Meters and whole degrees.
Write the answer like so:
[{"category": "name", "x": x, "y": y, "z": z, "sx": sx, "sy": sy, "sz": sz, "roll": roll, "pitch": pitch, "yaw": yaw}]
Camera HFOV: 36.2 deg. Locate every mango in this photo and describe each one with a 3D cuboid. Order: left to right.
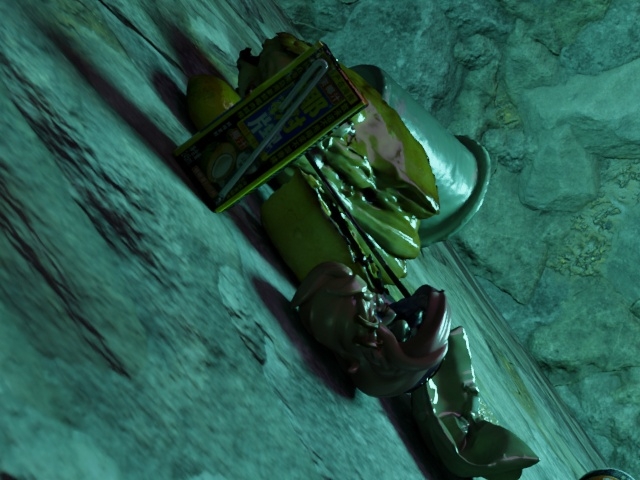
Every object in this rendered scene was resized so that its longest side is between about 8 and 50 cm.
[{"category": "mango", "x": -0.110, "y": -0.138, "z": 1.026, "sx": 0.079, "sy": 0.057, "sz": 0.114, "roll": 40, "pitch": 9, "yaw": -40}]

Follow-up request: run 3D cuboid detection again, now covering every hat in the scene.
[{"category": "hat", "x": 0.141, "y": 0.207, "z": 1.051, "sx": 0.173, "sy": 0.144, "sz": 0.166, "roll": 110, "pitch": -37, "yaw": -46}]

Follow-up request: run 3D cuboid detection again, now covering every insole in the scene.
[{"category": "insole", "x": 0.039, "y": -0.019, "z": 1.047, "sx": 0.309, "sy": 0.012, "sz": 0.110, "roll": 55, "pitch": 0, "yaw": 22}]

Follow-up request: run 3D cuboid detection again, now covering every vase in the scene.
[{"category": "vase", "x": 0.126, "y": -0.161, "z": 1.704, "sx": 0.291, "sy": 0.245, "sz": 0.245, "roll": 40, "pitch": 16, "yaw": -38}]

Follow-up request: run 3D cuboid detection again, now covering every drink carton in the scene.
[{"category": "drink carton", "x": -0.043, "y": -0.100, "z": 0.874, "sx": 0.071, "sy": 0.165, "sz": 0.056, "roll": 53, "pitch": 10, "yaw": -2}]

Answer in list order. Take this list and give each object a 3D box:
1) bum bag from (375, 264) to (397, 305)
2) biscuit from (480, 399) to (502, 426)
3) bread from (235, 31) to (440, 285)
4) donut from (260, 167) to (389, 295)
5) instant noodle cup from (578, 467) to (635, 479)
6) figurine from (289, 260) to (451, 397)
[{"category": "bum bag", "x": 0.092, "y": 0.097, "z": 1.178, "sx": 0.198, "sy": 0.049, "sz": 0.087, "roll": 56, "pitch": 5, "yaw": 14}, {"category": "biscuit", "x": 0.251, "y": 0.273, "z": 1.420, "sx": 0.120, "sy": 0.015, "sz": 0.120, "roll": 52, "pitch": 9, "yaw": -12}, {"category": "bread", "x": 0.032, "y": -0.122, "z": 1.288, "sx": 0.324, "sy": 0.167, "sz": 0.277, "roll": 50, "pitch": 11, "yaw": -29}, {"category": "donut", "x": 0.006, "y": 0.010, "z": 1.016, "sx": 0.146, "sy": 0.078, "sz": 0.181, "roll": 57, "pitch": 4, "yaw": 11}, {"category": "instant noodle cup", "x": 0.435, "y": 0.421, "z": 1.516, "sx": 0.127, "sy": 0.127, "sz": 0.135, "roll": 58, "pitch": 19, "yaw": 19}, {"category": "figurine", "x": 0.046, "y": 0.084, "z": 0.893, "sx": 0.157, "sy": 0.126, "sz": 0.114, "roll": 16, "pitch": 75, "yaw": -35}]
